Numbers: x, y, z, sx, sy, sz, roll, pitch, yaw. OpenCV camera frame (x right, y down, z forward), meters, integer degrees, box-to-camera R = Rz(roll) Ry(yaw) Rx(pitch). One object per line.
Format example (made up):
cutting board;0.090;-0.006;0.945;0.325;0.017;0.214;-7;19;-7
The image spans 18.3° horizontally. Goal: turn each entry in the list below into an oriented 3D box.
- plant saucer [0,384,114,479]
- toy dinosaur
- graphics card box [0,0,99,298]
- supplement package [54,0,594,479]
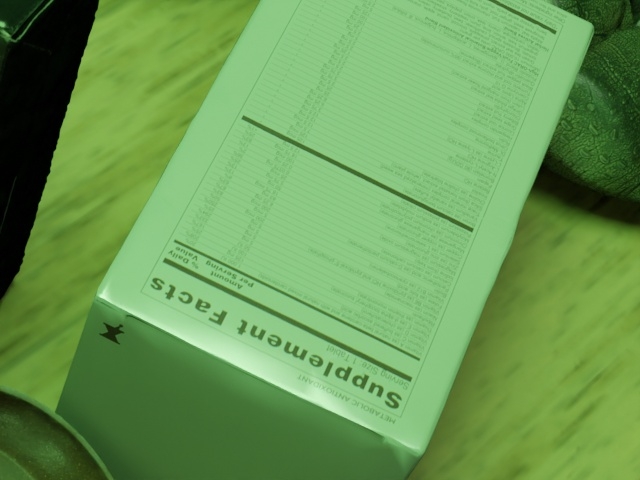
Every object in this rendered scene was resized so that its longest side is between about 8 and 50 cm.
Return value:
plant saucer;-0.132;0.135;0.711;0.168;0.029;0.168;18;65;-44
toy dinosaur;0.123;-0.098;0.966;0.160;0.121;0.313;-35;103;-36
graphics card box;-0.271;-0.114;0.754;0.371;0.233;0.094;29;48;2
supplement package;0.000;0.000;0.827;0.139;0.134;0.244;26;51;0
